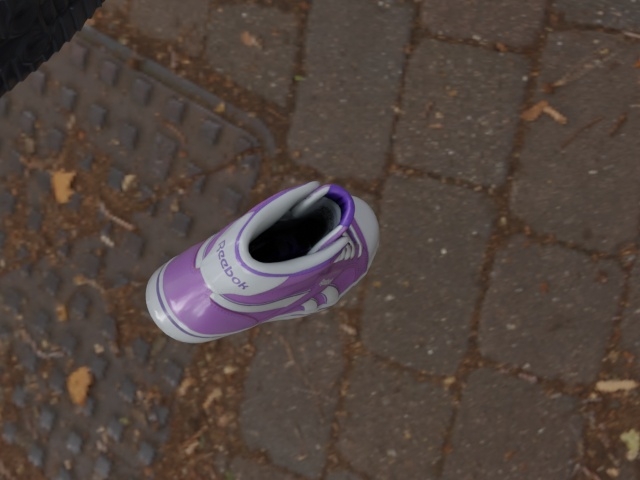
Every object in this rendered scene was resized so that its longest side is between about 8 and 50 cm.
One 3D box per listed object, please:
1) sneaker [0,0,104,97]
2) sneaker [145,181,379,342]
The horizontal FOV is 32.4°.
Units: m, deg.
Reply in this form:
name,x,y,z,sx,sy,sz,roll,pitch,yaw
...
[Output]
name,x,y,z,sx,sy,sz,roll,pitch,yaw
sneaker,-0.271,-0.120,0.653,0.131,0.319,0.112,39,152,14
sneaker,0.000,0.001,0.941,0.161,0.282,0.102,-35,86,38
